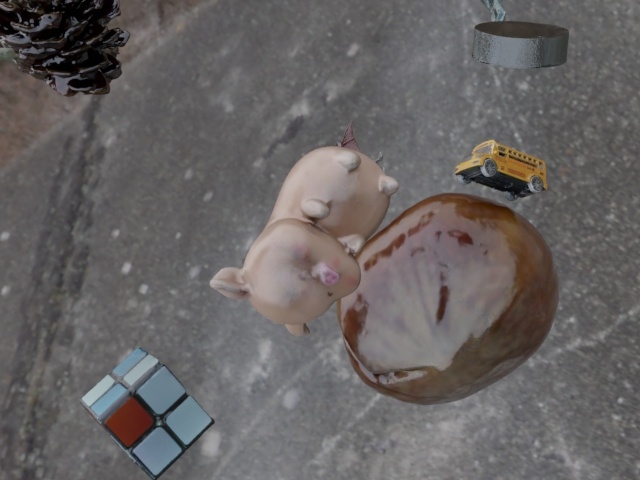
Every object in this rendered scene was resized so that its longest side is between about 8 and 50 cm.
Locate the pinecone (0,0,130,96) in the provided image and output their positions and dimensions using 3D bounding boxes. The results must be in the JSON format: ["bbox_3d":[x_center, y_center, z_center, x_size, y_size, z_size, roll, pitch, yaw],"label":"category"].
[{"bbox_3d":[-0.509,-0.431,1.812,0.242,0.296,0.298,-43,62,-10],"label":"pinecone"}]

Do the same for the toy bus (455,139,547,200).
[{"bbox_3d":[0.308,-0.122,1.614,0.069,0.162,0.074,-20,60,55],"label":"toy bus"}]

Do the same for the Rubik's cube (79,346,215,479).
[{"bbox_3d":[-0.347,0.341,1.886,0.167,0.180,0.183,-44,22,-18],"label":"Rubik's cube"}]

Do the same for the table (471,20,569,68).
[{"bbox_3d":[0.283,-0.279,1.342,0.133,0.133,0.043,-140,45,-56],"label":"table"}]

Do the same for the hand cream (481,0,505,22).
[{"bbox_3d":[0.340,-0.458,1.878,0.052,0.075,0.248,-3,31,12],"label":"hand cream"}]

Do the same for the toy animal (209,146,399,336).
[{"bbox_3d":[-0.010,-0.005,1.228,0.250,0.166,0.154,-58,16,-5],"label":"toy animal"}]

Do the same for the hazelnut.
[{"bbox_3d":[0.216,0.107,1.670,0.409,0.359,0.359,-42,39,15],"label":"hazelnut"}]

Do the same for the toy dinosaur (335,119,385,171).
[{"bbox_3d":[0.074,-0.142,1.891,0.032,0.108,0.220,89,178,-69],"label":"toy dinosaur"}]

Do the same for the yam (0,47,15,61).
[{"bbox_3d":[-0.444,-0.230,1.200,0.021,0.116,0.021,28,126,46],"label":"yam"}]
